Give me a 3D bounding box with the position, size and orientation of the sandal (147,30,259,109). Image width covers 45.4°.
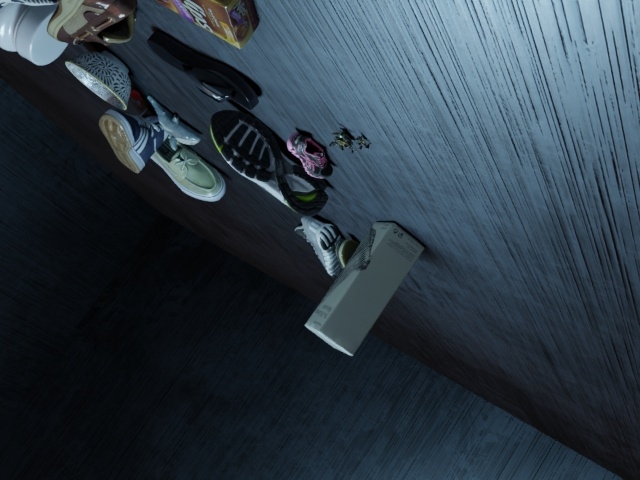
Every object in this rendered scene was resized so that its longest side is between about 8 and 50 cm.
[{"bbox_3d":[-0.217,-0.296,1.398,0.254,0.054,0.097,31,169,21],"label":"sandal"}]

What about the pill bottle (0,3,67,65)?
[{"bbox_3d":[-0.668,-0.499,1.595,0.283,0.161,0.161,33,170,5],"label":"pill bottle"}]

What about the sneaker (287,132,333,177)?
[{"bbox_3d":[-0.009,-0.156,1.436,0.057,0.047,0.119,6,153,46],"label":"sneaker"}]

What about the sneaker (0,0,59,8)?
[{"bbox_3d":[-0.591,-0.485,1.448,0.234,0.094,0.153,-8,-166,-16],"label":"sneaker"}]

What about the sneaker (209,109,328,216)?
[{"bbox_3d":[-0.121,-0.159,1.593,0.300,0.111,0.121,43,171,-29],"label":"sneaker"}]

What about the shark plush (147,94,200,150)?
[{"bbox_3d":[-0.367,-0.305,1.923,0.067,0.073,0.161,-20,106,54],"label":"shark plush"}]

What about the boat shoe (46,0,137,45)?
[{"bbox_3d":[-0.389,-0.391,1.349,0.123,0.123,0.342,39,162,-19],"label":"boat shoe"}]

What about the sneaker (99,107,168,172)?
[{"bbox_3d":[-0.469,-0.295,1.967,0.099,0.153,0.282,35,163,9],"label":"sneaker"}]

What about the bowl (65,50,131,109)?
[{"bbox_3d":[-0.503,-0.391,1.795,0.170,0.080,0.170,33,169,7],"label":"bowl"}]

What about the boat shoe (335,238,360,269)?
[{"bbox_3d":[0.081,0.054,1.988,0.073,0.080,0.223,22,169,33],"label":"boat shoe"}]

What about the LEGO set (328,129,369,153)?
[{"bbox_3d":[0.048,-0.167,1.272,0.083,0.023,0.054,12,161,31],"label":"LEGO set"}]

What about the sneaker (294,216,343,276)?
[{"bbox_3d":[0.000,0.000,2.028,0.132,0.086,0.229,34,161,29],"label":"sneaker"}]

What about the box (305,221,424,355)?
[{"bbox_3d":[0.091,0.097,1.600,0.094,0.275,0.113,38,169,-15],"label":"box"}]

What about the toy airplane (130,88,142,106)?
[{"bbox_3d":[-0.512,-0.393,1.955,0.151,0.028,0.151,33,171,6],"label":"toy airplane"}]

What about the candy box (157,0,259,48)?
[{"bbox_3d":[-0.179,-0.350,1.052,0.186,0.053,0.109,31,168,13],"label":"candy box"}]

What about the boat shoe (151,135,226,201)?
[{"bbox_3d":[-0.402,-0.220,2.189,0.302,0.109,0.094,35,168,11],"label":"boat shoe"}]
